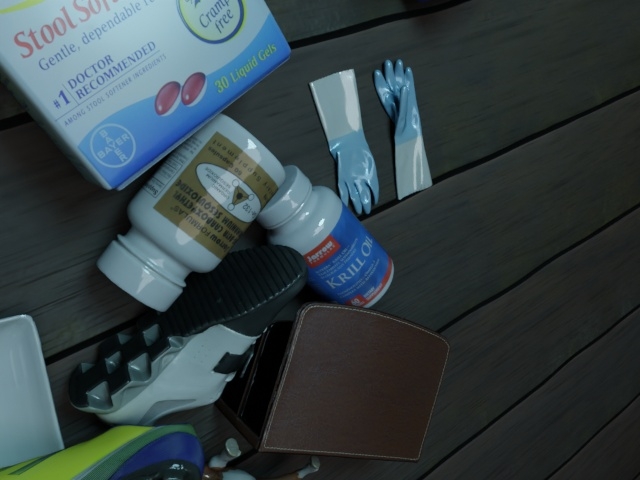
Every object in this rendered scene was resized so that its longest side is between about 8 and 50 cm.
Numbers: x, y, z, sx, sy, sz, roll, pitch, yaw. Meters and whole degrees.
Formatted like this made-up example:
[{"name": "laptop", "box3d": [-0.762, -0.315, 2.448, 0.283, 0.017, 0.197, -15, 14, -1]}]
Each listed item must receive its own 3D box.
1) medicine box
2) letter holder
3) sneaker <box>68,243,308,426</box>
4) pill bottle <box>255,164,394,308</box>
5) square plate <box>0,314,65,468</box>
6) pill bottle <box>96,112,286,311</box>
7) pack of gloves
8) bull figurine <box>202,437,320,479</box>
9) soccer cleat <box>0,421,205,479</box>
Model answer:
[{"name": "medicine box", "box3d": [-0.225, -0.247, 0.552, 0.263, 0.149, 0.289, -43, 120, -18]}, {"name": "letter holder", "box3d": [0.030, 0.198, 0.804, 0.301, 0.152, 0.215, 19, 87, -34]}, {"name": "sneaker", "box3d": [-0.146, 0.133, 0.693, 0.330, 0.122, 0.146, -33, 130, -1]}, {"name": "pill bottle", "box3d": [0.000, 0.000, 0.758, 0.221, 0.124, 0.124, 45, 76, -30]}, {"name": "square plate", "box3d": [-0.466, 0.281, 0.568, 0.347, 0.049, 0.344, -14, 107, -29]}, {"name": "pill bottle", "box3d": [-0.159, -0.033, 0.644, 0.131, 0.131, 0.229, 42, 82, -31]}, {"name": "pack of gloves", "box3d": [0.100, -0.164, 0.835, 0.195, 0.046, 0.232, -26, 112, -26]}, {"name": "bull figurine", "box3d": [-0.136, 0.362, 0.726, 0.188, 0.101, 0.310, -35, 142, 21]}, {"name": "soccer cleat", "box3d": [-0.280, 0.274, 0.603, 0.288, 0.121, 0.094, -5, 112, -11]}]
